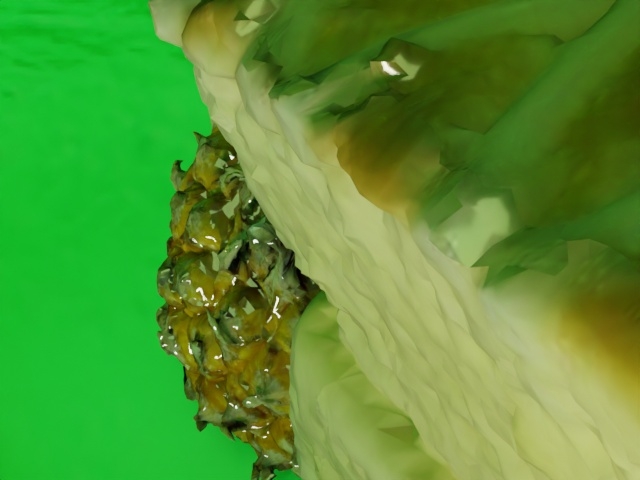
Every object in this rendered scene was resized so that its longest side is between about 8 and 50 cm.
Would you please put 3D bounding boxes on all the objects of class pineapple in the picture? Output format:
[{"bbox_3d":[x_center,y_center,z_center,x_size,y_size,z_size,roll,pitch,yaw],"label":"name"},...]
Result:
[{"bbox_3d":[0.004,-0.002,0.658,0.161,0.137,0.176,-1,66,14],"label":"pineapple"}]

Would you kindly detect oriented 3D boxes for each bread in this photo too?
[{"bbox_3d":[0.204,0.010,0.448,0.390,0.279,0.371,-32,36,-10],"label":"bread"}]
